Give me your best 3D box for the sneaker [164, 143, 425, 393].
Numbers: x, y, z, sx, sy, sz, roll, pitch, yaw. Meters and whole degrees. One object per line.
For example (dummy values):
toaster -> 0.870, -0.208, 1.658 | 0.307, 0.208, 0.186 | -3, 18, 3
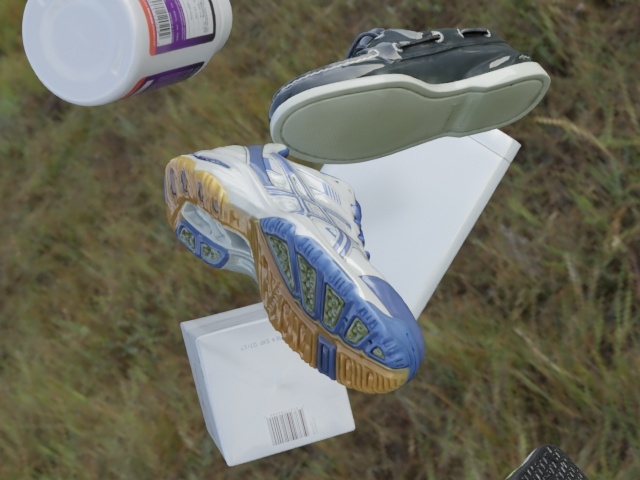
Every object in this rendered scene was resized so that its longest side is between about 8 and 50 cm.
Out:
sneaker -> 0.000, 0.000, 0.931 | 0.296, 0.131, 0.112 | 42, 138, 35

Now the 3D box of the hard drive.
hard drive -> 0.105, -0.051, 1.701 | 0.353, 0.233, 0.047 | -58, 0, -8

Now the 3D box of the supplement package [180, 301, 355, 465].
supplement package -> -0.065, 0.143, 1.264 | 0.139, 0.134, 0.244 | -14, 2, -10

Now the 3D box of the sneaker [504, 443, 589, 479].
sneaker -> 0.268, 0.334, 1.516 | 0.097, 0.234, 0.084 | -50, 65, 25

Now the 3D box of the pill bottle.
pill bottle -> -0.149, -0.178, 0.964 | 0.108, 0.108, 0.193 | -37, -1, 26

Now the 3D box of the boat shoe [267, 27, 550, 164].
boat shoe -> 0.081, -0.169, 1.209 | 0.113, 0.340, 0.127 | 61, 150, 26
